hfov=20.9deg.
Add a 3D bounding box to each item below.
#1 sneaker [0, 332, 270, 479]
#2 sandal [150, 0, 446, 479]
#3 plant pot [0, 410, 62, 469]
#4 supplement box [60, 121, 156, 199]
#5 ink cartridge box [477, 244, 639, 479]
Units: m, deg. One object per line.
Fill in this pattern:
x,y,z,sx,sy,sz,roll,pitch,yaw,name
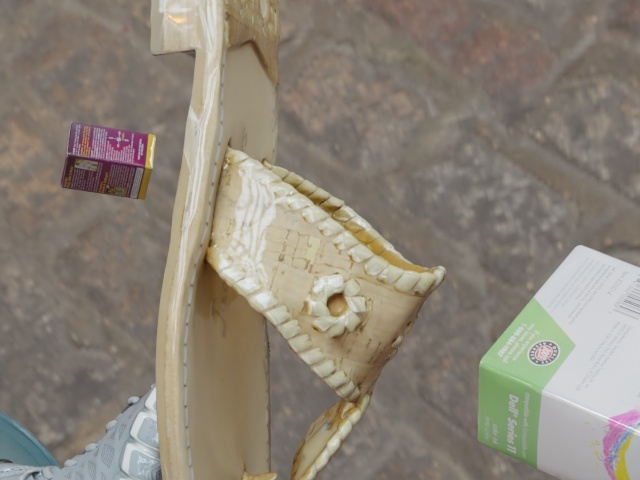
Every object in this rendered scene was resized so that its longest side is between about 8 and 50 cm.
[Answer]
-0.128,0.122,0.986,0.132,0.086,0.228,13,64,31,sneaker
-0.002,0.000,0.530,0.079,0.088,0.240,-3,90,15,sandal
-0.310,0.244,1.219,0.272,0.255,0.271,0,87,-3,plant pot
-0.204,-0.076,1.661,0.083,0.055,0.043,9,54,-11,supplement box
0.348,0.160,1.621,0.353,0.119,0.207,23,47,26,ink cartridge box
